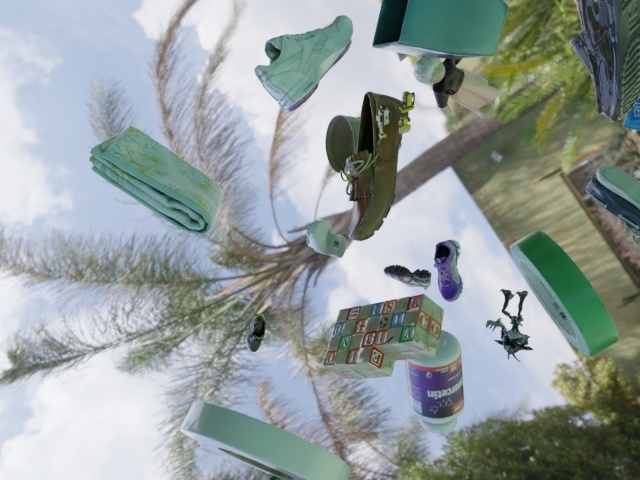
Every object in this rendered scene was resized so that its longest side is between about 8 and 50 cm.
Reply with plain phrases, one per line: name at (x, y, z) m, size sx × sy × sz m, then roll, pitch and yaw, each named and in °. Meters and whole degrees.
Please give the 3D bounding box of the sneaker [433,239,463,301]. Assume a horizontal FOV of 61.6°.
sneaker at (0.454, 0.104, 1.946) m, size 0.105 × 0.095 × 0.236 m, roll 20°, pitch -114°, yaw -53°

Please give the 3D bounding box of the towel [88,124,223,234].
towel at (-0.464, -0.187, 1.595) m, size 0.375 × 0.090 × 0.320 m, roll 36°, pitch -161°, yaw -15°

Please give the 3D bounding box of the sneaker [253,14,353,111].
sneaker at (-0.031, -0.437, 1.219) m, size 0.152 × 0.114 × 0.305 m, roll 41°, pitch -117°, yaw -13°

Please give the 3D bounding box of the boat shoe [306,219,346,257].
boat shoe at (0.000, 0.000, 1.586) m, size 0.258 × 0.084 × 0.095 m, roll 44°, pitch -122°, yaw -64°

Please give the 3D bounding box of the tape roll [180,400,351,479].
tape roll at (-0.126, 0.475, 1.216) m, size 0.392 × 0.392 × 0.071 m, roll 38°, pitch -120°, yaw -25°

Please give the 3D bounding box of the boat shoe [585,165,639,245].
boat shoe at (0.691, -0.056, 1.160) m, size 0.095 × 0.079 × 0.254 m, roll -35°, pitch -114°, yaw -30°

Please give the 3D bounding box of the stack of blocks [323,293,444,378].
stack of blocks at (0.155, 0.249, 1.354) m, size 0.087 × 0.297 × 0.171 m, roll 37°, pitch -125°, yaw -28°

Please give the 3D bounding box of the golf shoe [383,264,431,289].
golf shoe at (0.333, 0.148, 2.077) m, size 0.067 × 0.186 × 0.085 m, roll -58°, pitch -26°, yaw -49°

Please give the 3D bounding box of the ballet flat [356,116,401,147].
ballet flat at (0.192, -0.367, 1.833) m, size 0.189 × 0.070 × 0.070 m, roll 32°, pitch -144°, yaw -10°

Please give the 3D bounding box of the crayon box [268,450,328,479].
crayon box at (-0.042, 0.711, 1.329) m, size 0.083 × 0.203 × 0.322 m, roll 50°, pitch -160°, yaw -26°

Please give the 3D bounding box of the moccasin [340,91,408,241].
moccasin at (0.117, -0.186, 1.328) m, size 0.147 × 0.139 × 0.379 m, roll 15°, pitch -95°, yaw -20°

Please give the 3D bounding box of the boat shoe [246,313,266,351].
boat shoe at (-0.226, 0.333, 1.895) m, size 0.056 × 0.152 × 0.049 m, roll 0°, pitch -157°, yaw -26°

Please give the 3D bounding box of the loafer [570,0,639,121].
loafer at (0.642, -0.445, 1.203) m, size 0.134 × 0.130 × 0.365 m, roll -34°, pitch -58°, yaw -24°

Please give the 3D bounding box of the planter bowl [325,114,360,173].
planter bowl at (0.099, -0.274, 1.518) m, size 0.109 × 0.162 × 0.162 m, roll -9°, pitch -115°, yaw -27°

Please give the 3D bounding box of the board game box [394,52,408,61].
board game box at (0.283, -0.599, 1.578) m, size 0.026 × 0.154 × 0.103 m, roll 53°, pitch -167°, yaw 7°

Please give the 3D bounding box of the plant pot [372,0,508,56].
plant pot at (0.261, -0.470, 1.143) m, size 0.235 × 0.165 × 0.165 m, roll 9°, pitch -166°, yaw -16°

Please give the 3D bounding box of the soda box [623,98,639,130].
soda box at (0.885, -0.406, 1.444) m, size 0.067 × 0.209 × 0.071 m, roll 17°, pitch -149°, yaw 23°

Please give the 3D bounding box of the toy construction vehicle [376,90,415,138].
toy construction vehicle at (0.166, -0.280, 1.193) m, size 0.035 × 0.086 × 0.098 m, roll 55°, pitch 162°, yaw 42°

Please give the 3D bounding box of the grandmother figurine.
grandmother figurine at (0.414, -0.489, 1.643) m, size 0.343 × 0.104 × 0.207 m, roll 6°, pitch -83°, yaw -39°

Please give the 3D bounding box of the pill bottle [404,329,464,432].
pill bottle at (0.376, 0.465, 1.761) m, size 0.181 × 0.182 × 0.322 m, roll -50°, pitch -45°, yaw -57°

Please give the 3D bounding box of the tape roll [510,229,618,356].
tape roll at (0.589, 0.127, 1.316) m, size 0.321 × 0.077 × 0.321 m, roll 55°, pitch -172°, yaw -12°

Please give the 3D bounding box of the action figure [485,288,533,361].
action figure at (0.705, 0.323, 2.006) m, size 0.141 × 0.164 × 0.275 m, roll -1°, pitch -86°, yaw -36°
